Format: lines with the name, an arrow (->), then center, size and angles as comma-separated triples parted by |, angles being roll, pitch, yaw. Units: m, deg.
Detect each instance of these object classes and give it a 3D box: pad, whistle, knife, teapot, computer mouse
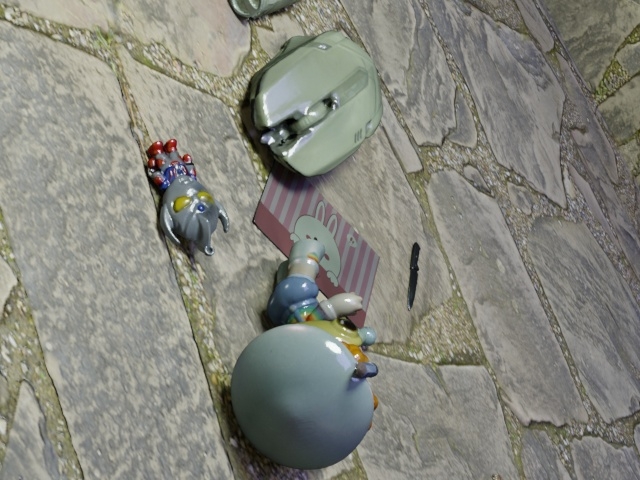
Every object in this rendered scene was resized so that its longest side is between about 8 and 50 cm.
pad -> 0.000, 0.000, 1.998 | 0.300, 0.005, 0.202 | 47, 37, -25
whistle -> 0.064, 0.166, 1.947 | 0.100, 0.035, 0.035 | 0, 68, -53
knife -> 0.181, 0.070, 2.202 | 0.023, 0.010, 0.170 | 37, 43, -26
teapot -> -0.101, -0.480, 2.118 | 0.107, 0.077, 0.200 | 57, 33, -4
computer mouse -> 0.013, -0.269, 2.074 | 0.228, 0.145, 0.429 | 59, 33, -13

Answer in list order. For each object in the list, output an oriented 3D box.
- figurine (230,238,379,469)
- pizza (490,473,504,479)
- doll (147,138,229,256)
figurine -> -0.042, 0.167, 1.721 | 0.205, 0.224, 0.382 | 19, 25, -21
pizza -> 0.349, 0.493, 2.140 | 0.099, 0.029, 0.100 | 24, 52, -56
doll -> -0.201, -0.063, 1.706 | 0.104, 0.062, 0.195 | -2, 64, -56
